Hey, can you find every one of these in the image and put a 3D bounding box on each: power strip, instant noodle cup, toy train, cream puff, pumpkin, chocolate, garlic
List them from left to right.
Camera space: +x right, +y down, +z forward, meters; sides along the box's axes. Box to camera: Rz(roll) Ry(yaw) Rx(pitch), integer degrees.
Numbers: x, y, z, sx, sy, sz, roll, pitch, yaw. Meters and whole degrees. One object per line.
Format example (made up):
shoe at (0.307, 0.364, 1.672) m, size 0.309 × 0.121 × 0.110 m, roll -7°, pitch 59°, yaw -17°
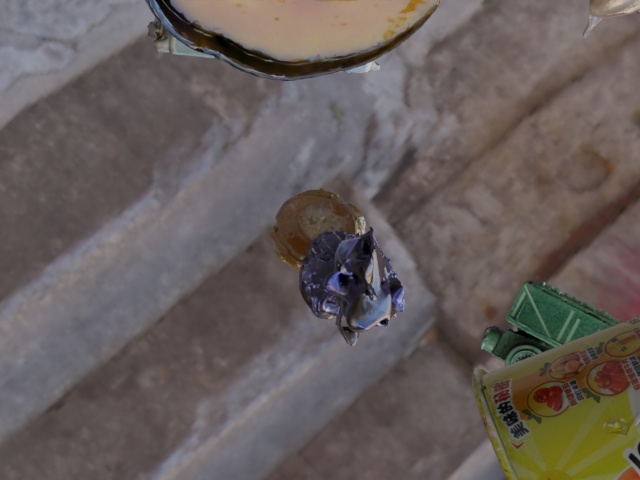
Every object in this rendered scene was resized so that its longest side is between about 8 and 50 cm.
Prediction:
pumpkin at (-0.048, -0.297, 1.185) m, size 0.256 × 0.225 × 0.303 m, roll -17°, pitch 128°, yaw 11°
power strip at (-0.057, -0.228, 1.543) m, size 0.286 × 0.080 × 0.048 m, roll 4°, pitch 111°, yaw -24°
cream puff at (0.002, -0.001, 1.915) m, size 0.126 × 0.144 × 0.103 m, roll -56°, pitch 158°, yaw -19°
chocolate at (0.050, 0.057, 1.648) m, size 0.343 × 0.126 × 0.148 m, roll -165°, pitch -95°, yaw -84°
toy train at (0.363, 0.169, 1.907) m, size 0.154 × 0.269 × 0.115 m, roll -61°, pitch 162°, yaw -3°
garlic at (0.319, -0.268, 1.345) m, size 0.152 × 0.066 × 0.084 m, roll -56°, pitch 159°, yaw 2°
instant noodle cup at (0.271, 0.179, 1.117) m, size 0.200 × 0.264 × 0.264 m, roll -28°, pitch 157°, yaw 11°

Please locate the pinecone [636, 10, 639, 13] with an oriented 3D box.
pinecone at (0.410, -0.392, 1.787) m, size 0.169 × 0.212 × 0.186 m, roll -31°, pitch 169°, yaw 38°
